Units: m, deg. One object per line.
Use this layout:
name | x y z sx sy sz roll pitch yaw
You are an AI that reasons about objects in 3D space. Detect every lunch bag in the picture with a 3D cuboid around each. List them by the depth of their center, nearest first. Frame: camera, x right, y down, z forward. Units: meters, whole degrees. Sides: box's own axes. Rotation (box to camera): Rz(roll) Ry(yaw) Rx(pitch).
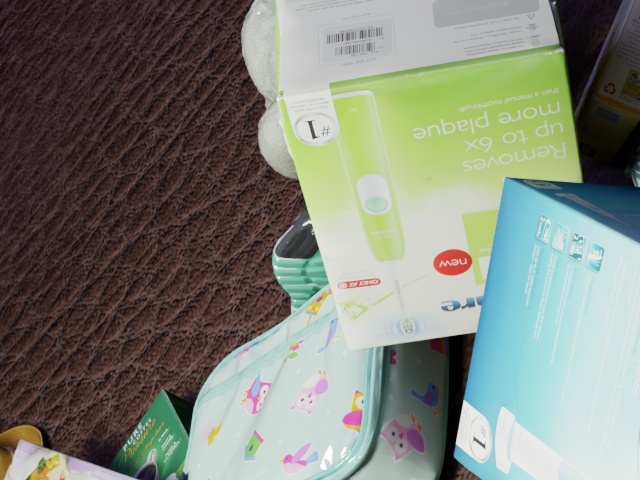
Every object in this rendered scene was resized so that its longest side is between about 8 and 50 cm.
lunch bag | -0.013 0.160 1.688 0.279 0.108 0.224 -33 39 40

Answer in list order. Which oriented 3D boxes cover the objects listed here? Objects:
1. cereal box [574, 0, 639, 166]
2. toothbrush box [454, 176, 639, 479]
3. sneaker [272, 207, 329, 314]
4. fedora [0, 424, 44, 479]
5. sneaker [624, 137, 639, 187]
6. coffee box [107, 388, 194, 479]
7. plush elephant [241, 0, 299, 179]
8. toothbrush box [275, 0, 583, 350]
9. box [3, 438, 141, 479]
cereal box | 0.265 -0.190 1.550 0.173 0.047 0.240 89 -156 -80
toothbrush box | 0.223 0.098 1.287 0.295 0.126 0.216 -146 63 -62
sneaker | 0.000 0.000 1.732 0.223 0.083 0.098 94 178 -64
fedora | -0.387 0.278 2.197 0.194 0.079 0.194 -37 37 35
sneaker | 0.274 -0.082 1.466 0.125 0.104 0.261 -22 46 51
coffee box | -0.145 0.235 1.897 0.113 0.040 0.184 -57 30 10
plush elephant | 0.063 -0.146 1.713 0.272 0.330 0.255 -50 48 3
toothbrush box | 0.093 -0.062 1.481 0.206 0.283 0.122 -8 47 6
box | -0.216 0.249 1.887 0.324 0.067 0.063 5 74 59
